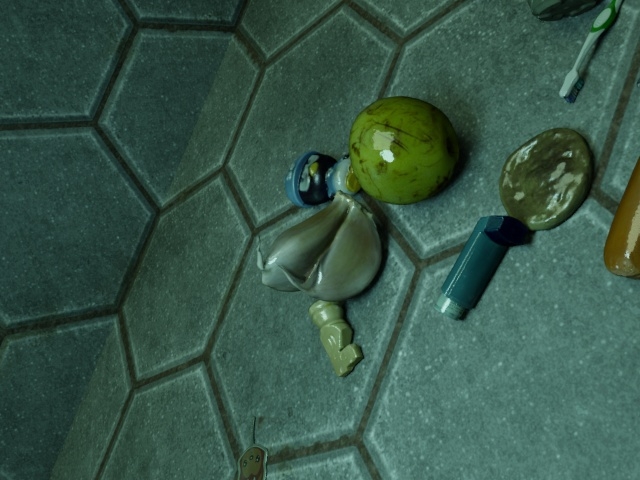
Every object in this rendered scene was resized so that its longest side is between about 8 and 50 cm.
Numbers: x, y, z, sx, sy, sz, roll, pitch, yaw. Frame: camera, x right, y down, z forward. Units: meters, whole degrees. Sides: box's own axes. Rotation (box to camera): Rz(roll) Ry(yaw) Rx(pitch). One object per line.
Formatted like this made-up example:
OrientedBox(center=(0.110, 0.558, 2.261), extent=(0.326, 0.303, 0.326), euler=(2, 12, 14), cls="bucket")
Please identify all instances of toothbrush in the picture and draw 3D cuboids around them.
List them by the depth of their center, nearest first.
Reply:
OrientedBox(center=(0.631, -0.497, 1.544), extent=(0.042, 0.040, 0.418), euler=(24, 88, 56), cls="toothbrush")

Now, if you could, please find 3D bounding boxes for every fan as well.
OrientedBox(center=(-0.189, 0.591, 1.929), extent=(0.132, 0.009, 0.220), euler=(-30, 48, 37), cls="fan")

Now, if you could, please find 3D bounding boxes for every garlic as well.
OrientedBox(center=(0.001, 0.056, 1.770), extent=(0.231, 0.340, 0.246), euler=(44, 139, 21), cls="garlic")

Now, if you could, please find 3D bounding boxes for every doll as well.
OrientedBox(center=(-0.002, -0.184, 2.061), extent=(0.314, 0.141, 0.177), euler=(0, 66, 48), cls="doll")

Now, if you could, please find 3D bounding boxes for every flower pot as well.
OrientedBox(center=(0.546, -0.588, 1.585), extent=(0.235, 0.235, 0.141), euler=(-12, 82, 48), cls="flower pot")

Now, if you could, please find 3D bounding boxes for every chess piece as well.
OrientedBox(center=(0.043, 0.248, 1.802), extent=(0.090, 0.090, 0.200), euler=(-43, 51, 26), cls="chess piece")

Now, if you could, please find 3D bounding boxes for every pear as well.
OrientedBox(center=(0.207, -0.226, 1.733), extent=(0.283, 0.283, 0.284), euler=(-29, 48, 38), cls="pear")

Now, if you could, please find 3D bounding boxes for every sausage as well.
OrientedBox(center=(0.598, -0.059, 1.267), extent=(0.105, 0.105, 0.274), euler=(17, 83, 54), cls="sausage")

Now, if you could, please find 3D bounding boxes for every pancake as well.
OrientedBox(center=(0.474, -0.137, 1.511), extent=(0.242, 0.050, 0.242), euler=(-30, 47, 37), cls="pancake")

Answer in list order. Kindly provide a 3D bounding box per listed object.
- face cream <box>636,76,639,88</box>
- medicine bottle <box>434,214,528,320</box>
OrientedBox(center=(0.718, -0.412, 1.355), extent=(0.073, 0.073, 0.283), euler=(34, 97, 54), cls="face cream")
OrientedBox(center=(0.342, 0.056, 1.527), extent=(0.258, 0.079, 0.124), euler=(-61, 19, 7), cls="medicine bottle")
